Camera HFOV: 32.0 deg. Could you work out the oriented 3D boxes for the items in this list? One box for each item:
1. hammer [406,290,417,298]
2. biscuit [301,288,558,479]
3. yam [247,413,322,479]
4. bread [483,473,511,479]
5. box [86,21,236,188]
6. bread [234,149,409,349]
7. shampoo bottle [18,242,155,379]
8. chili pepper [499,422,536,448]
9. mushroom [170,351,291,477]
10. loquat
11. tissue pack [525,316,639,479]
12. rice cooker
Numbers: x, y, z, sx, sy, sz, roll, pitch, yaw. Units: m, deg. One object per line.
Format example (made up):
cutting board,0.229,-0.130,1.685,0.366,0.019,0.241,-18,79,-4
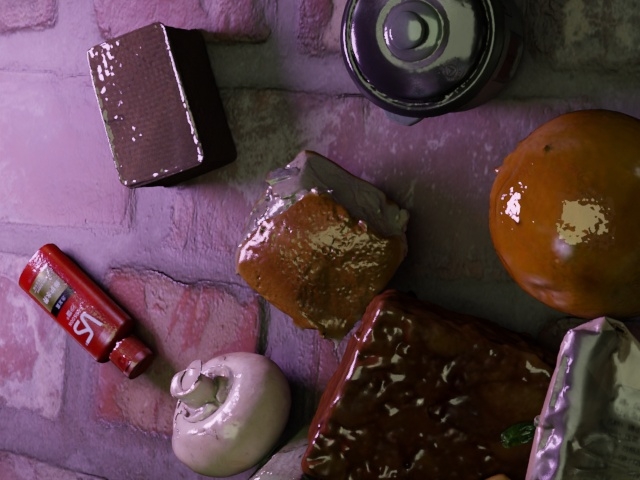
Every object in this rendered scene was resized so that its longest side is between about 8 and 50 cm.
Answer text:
hammer,0.190,0.189,1.973,0.078,0.021,0.201,-41,78,20
biscuit,0.200,0.280,1.831,0.395,0.166,0.342,23,105,-9
yam,-0.023,0.437,1.948,0.202,0.271,0.201,-44,80,25
bread,0.244,0.458,1.775,0.200,0.077,0.116,-30,119,15
box,-0.295,-0.247,2.072,0.184,0.143,0.273,-17,88,22
bread,0.000,0.000,1.924,0.279,0.225,0.250,34,111,5
shampoo bottle,-0.460,0.145,2.202,0.314,0.076,0.118,42,105,14
chili pepper,0.323,0.303,1.743,0.091,0.030,0.034,-8,50,-1
mushroom,-0.178,0.300,2.015,0.246,0.246,0.202,-38,118,20
loquat,0.420,-0.038,1.708,0.328,0.328,0.328,2,95,22
tissue pack,0.492,0.328,1.699,0.376,0.195,0.390,14,97,-24
rice cooker,0.184,-0.329,1.789,0.264,0.317,0.316,26,103,19
